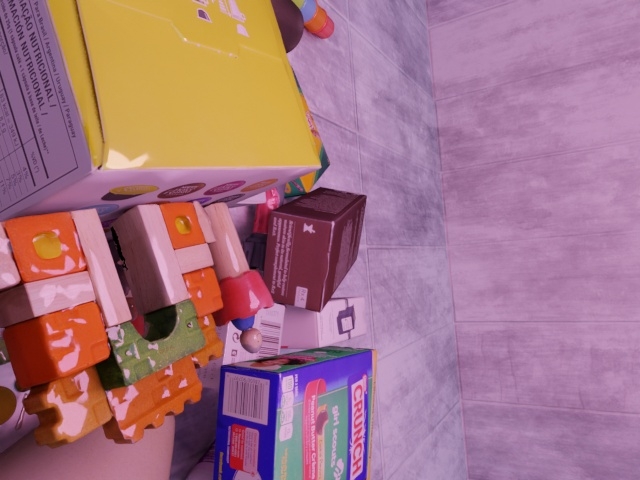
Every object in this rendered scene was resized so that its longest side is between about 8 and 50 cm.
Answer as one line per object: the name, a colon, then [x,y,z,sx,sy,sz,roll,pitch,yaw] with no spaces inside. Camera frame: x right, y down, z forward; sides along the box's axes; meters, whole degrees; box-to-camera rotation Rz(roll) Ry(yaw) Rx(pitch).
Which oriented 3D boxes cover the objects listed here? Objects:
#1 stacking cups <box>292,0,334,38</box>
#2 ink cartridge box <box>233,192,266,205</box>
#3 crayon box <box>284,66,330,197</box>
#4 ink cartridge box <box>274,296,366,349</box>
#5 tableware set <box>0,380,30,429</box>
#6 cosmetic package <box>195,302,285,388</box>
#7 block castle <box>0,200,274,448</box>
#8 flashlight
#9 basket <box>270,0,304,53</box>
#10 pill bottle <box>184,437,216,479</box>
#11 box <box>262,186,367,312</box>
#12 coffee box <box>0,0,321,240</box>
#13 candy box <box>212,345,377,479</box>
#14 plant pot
stacking cups: [-0.058,-0.639,1.260,0.316,0.096,0.096,9,77,-61]
ink cartridge box: [-0.209,-0.124,0.791,0.087,0.208,0.153,-8,93,-62]
crayon box: [-0.084,-0.267,1.147,0.165,0.081,0.278,-57,132,-46]
ink cartridge box: [-0.017,0.190,1.086,0.237,0.172,0.100,5,80,-59]
tableware set: [-0.423,0.167,0.558,0.154,0.024,0.104,41,44,-47]
cosmetic package: [-0.183,0.174,0.799,0.151,0.184,0.151,28,62,-55]
block castle: [-0.280,0.111,0.504,0.453,0.303,0.212,-17,87,-62]
flashlight: [-0.122,-0.086,1.011,0.103,0.103,0.304,162,-63,-77]
basket: [-0.144,-0.507,1.030,0.227,0.154,0.204,-14,112,-63]
pill bottle: [-0.111,0.401,0.898,0.301,0.169,0.169,-46,123,-52]
box: [0.000,0.000,1.063,0.381,0.143,0.191,-45,144,-71]
coffee box: [-0.256,-0.191,0.551,0.338,0.334,0.338,-16,89,-59]
candy box: [-0.025,0.324,0.760,0.317,0.122,0.268,11,81,-60]
plant pot: [-0.295,0.318,0.563,0.274,0.257,0.256,-70,143,-62]
